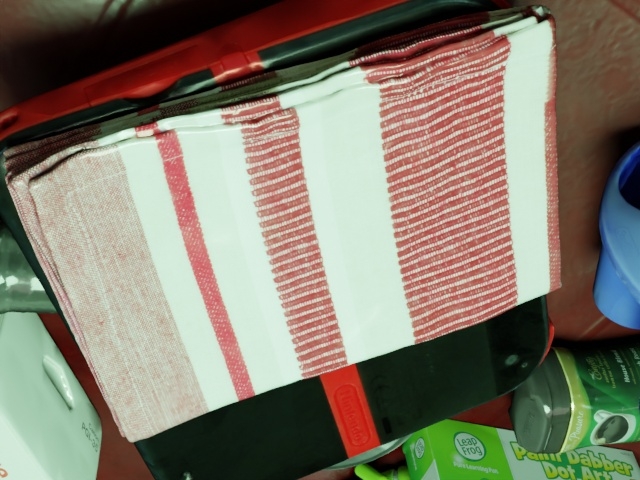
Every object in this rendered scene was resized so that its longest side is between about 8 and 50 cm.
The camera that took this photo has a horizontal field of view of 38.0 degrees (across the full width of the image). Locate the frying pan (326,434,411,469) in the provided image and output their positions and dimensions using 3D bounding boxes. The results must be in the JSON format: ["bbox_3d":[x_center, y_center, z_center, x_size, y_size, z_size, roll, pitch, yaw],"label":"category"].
[{"bbox_3d":[-0.024,0.109,0.793,0.197,0.053,0.326,-35,129,18],"label":"frying pan"}]

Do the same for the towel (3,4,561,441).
[{"bbox_3d":[0.000,0.000,0.587,0.329,0.037,0.237,-18,129,-6],"label":"towel"}]

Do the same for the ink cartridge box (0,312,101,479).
[{"bbox_3d":[-0.347,0.165,0.743,0.283,0.117,0.207,-13,131,4],"label":"ink cartridge box"}]

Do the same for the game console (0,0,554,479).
[{"bbox_3d":[-0.004,0.019,0.660,0.342,0.060,0.387,-20,128,-4],"label":"game console"}]

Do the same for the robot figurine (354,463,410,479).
[{"bbox_3d":[0.065,0.265,0.922,0.115,0.067,0.101,-22,122,11],"label":"robot figurine"}]

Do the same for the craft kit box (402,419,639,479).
[{"bbox_3d":[0.215,0.288,0.846,0.249,0.247,0.061,13,125,-19],"label":"craft kit box"}]

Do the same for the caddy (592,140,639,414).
[{"bbox_3d":[0.355,0.019,0.638,0.341,0.241,0.179,-4,138,-5],"label":"caddy"}]

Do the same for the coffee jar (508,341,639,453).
[{"bbox_3d":[0.263,0.137,0.831,0.184,0.079,0.096,-5,134,-5],"label":"coffee jar"}]

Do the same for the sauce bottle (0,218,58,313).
[{"bbox_3d":[-0.318,0.012,0.619,0.344,0.111,0.111,3,130,-12],"label":"sauce bottle"}]
